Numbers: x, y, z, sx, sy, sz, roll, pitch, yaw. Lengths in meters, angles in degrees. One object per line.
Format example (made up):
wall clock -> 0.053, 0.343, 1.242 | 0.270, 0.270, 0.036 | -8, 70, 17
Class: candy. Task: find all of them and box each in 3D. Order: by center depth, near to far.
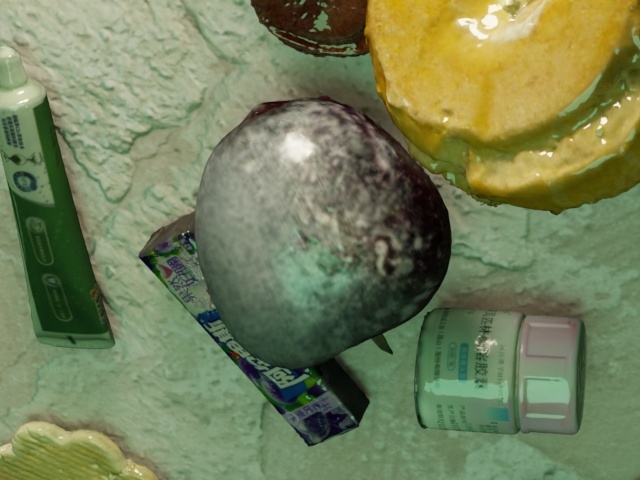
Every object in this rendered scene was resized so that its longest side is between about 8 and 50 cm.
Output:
candy -> -0.070, 0.099, 1.753 | 0.088, 0.061, 0.312 | -30, 110, 32

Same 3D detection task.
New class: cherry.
cherry -> 0.000, 0.000, 1.578 | 0.255, 0.218, 0.296 | -24, 102, 27

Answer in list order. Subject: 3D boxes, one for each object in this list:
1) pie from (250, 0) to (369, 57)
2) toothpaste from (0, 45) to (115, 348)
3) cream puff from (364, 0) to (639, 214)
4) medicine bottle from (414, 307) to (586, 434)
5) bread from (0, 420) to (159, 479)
pie -> 0.010, -0.256, 1.502 | 0.182, 0.049, 0.182 | 6, 132, 7
toothpaste -> -0.305, -0.037, 1.736 | 0.099, 0.061, 0.392 | 3, 126, 14
cream puff -> 0.208, -0.184, 1.351 | 0.327, 0.231, 0.343 | -41, 63, 23
medicine bottle -> 0.192, 0.140, 1.661 | 0.169, 0.135, 0.135 | 3, 123, 14
bread -> -0.283, 0.313, 1.966 | 0.251, 0.039, 0.182 | 39, 123, -11
